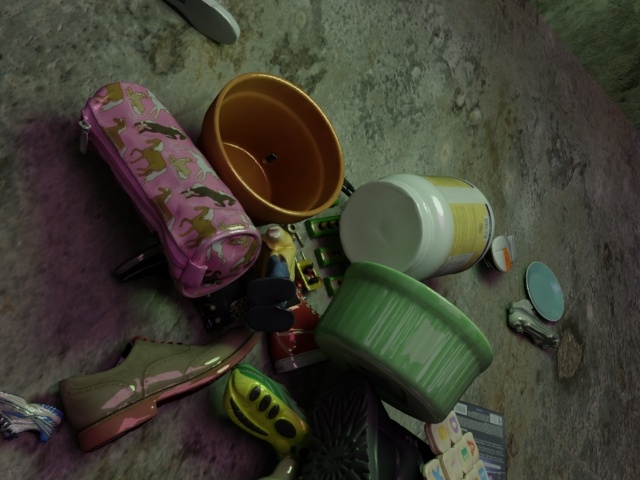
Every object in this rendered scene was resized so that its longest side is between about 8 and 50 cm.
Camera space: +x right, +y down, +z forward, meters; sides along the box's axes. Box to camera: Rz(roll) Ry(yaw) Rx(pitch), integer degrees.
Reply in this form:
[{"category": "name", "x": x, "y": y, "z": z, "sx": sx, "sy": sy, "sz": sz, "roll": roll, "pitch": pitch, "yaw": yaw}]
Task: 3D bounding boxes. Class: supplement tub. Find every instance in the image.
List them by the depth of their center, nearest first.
[{"category": "supplement tub", "x": 0.220, "y": -0.029, "z": 1.382, "sx": 0.331, "sy": 0.241, "sz": 0.240, "roll": -4, "pitch": 73, "yaw": -52}]

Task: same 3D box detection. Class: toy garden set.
[{"category": "toy garden set", "x": 0.000, "y": 0.000, "z": 1.345, "sx": 0.204, "sy": 0.049, "sz": 0.244, "roll": -10, "pitch": 78, "yaw": -43}]

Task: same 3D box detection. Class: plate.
[{"category": "plate", "x": 0.674, "y": 0.156, "z": 1.865, "sx": 0.188, "sy": 0.024, "sz": 0.188, "roll": 18, "pitch": 60, "yaw": -35}]

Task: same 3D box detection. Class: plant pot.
[{"category": "plant pot", "x": -0.127, "y": -0.149, "z": 1.198, "sx": 0.291, "sy": 0.204, "sz": 0.290, "roll": 18, "pitch": 61, "yaw": -35}]

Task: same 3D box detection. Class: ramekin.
[{"category": "ramekin", "x": 0.133, "y": 0.188, "z": 1.090, "sx": 0.303, "sy": 0.303, "sz": 0.148, "roll": 43, "pitch": 71, "yaw": -17}]

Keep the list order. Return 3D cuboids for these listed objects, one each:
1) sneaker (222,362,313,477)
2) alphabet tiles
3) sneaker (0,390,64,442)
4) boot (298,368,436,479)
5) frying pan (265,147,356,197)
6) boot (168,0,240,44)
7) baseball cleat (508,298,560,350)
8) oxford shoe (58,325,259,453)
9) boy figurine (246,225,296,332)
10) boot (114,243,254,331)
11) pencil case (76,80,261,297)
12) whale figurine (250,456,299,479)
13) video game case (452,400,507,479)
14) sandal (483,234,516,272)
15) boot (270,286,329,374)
[{"category": "sneaker", "x": -0.062, "y": 0.321, "z": 1.095, "sx": 0.295, "sy": 0.110, "sz": 0.123, "roll": 56, "pitch": 8, "yaw": -27}, {"category": "alphabet tiles", "x": 0.267, "y": 0.458, "z": 1.117, "sx": 0.278, "sy": 0.021, "sz": 0.283, "roll": 8, "pitch": 59, "yaw": -60}, {"category": "sneaker", "x": -0.434, "y": 0.248, "z": 0.863, "sx": 0.135, "sy": 0.052, "sz": 0.058, "roll": 29, "pitch": 59, "yaw": -27}, {"category": "boot", "x": 0.142, "y": 0.491, "z": 1.051, "sx": 0.445, "sy": 0.146, "sz": 0.366, "roll": 52, "pitch": 36, "yaw": -29}, {"category": "frying pan", "x": -0.034, "y": -0.229, "z": 1.420, "sx": 0.326, "sy": 0.053, "sz": 0.197, "roll": 28, "pitch": 54, "yaw": -30}, {"category": "boot", "x": -0.265, "y": -0.550, "z": 1.337, "sx": 0.258, "sy": 0.095, "sz": 0.123, "roll": 37, "pitch": 58, "yaw": -21}, {"category": "baseball cleat", "x": 0.610, "y": 0.231, "z": 1.745, "sx": 0.206, "sy": 0.072, "sz": 0.109, "roll": 33, "pitch": 46, "yaw": -30}, {"category": "oxford shoe", "x": -0.247, "y": 0.199, "z": 0.999, "sx": 0.348, "sy": 0.123, "sz": 0.130, "roll": -24, "pitch": 79, "yaw": -46}, {"category": "boy figurine", "x": -0.089, "y": 0.050, "z": 1.124, "sx": 0.092, "sy": 0.177, "sz": 0.285, "roll": 1, "pitch": 22, "yaw": -7}, {"category": "boot", "x": -0.227, "y": 0.081, "z": 1.092, "sx": 0.237, "sy": 0.085, "sz": 0.178, "roll": -21, "pitch": 87, "yaw": -44}, {"category": "pencil case", "x": -0.252, "y": -0.088, "z": 1.011, "sx": 0.167, "sy": 0.160, "sz": 0.386, "roll": -33, "pitch": 68, "yaw": -19}, {"category": "whale figurine", "x": -0.055, "y": 0.474, "z": 1.025, "sx": 0.272, "sy": 0.141, "sz": 0.216, "roll": 2, "pitch": 73, "yaw": -46}, {"category": "video game case", "x": 0.366, "y": 0.524, "z": 1.435, "sx": 0.196, "sy": 0.026, "sz": 0.274, "roll": 24, "pitch": 58, "yaw": -31}, {"category": "sandal", "x": 0.499, "y": 0.037, "z": 1.745, "sx": 0.265, "sy": 0.076, "sz": 0.101, "roll": -6, "pitch": 89, "yaw": -63}, {"category": "boot", "x": -0.003, "y": 0.159, "z": 1.249, "sx": 0.244, "sy": 0.088, "sz": 0.176, "roll": -5, "pitch": 73, "yaw": -38}]
